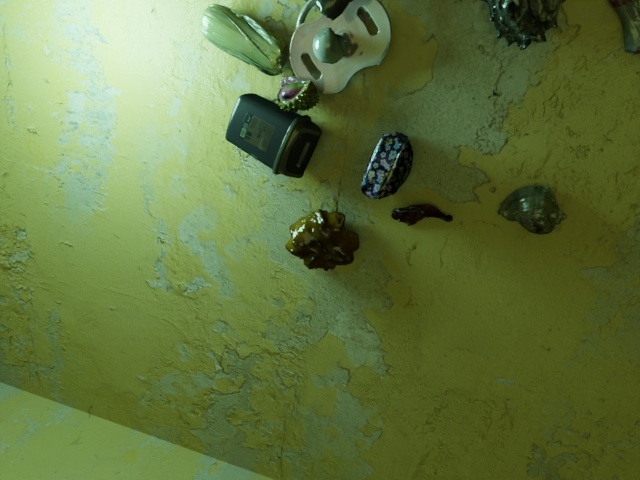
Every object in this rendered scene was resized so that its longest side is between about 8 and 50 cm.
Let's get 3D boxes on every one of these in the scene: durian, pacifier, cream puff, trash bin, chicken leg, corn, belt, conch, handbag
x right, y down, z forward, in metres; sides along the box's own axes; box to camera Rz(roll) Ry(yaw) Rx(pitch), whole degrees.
[{"bbox_3d":[-0.084,-0.446,1.492,0.108,0.187,0.119,-48,132,-11],"label":"durian"},{"bbox_3d":[0.051,-0.588,1.403,0.332,0.273,0.220,-30,139,24],"label":"pacifier"},{"bbox_3d":[0.000,0.000,1.691,0.269,0.155,0.241,-16,112,13],"label":"cream puff"},{"bbox_3d":[-0.154,-0.353,1.571,0.290,0.182,0.209,30,117,7],"label":"trash bin"},{"bbox_3d":[0.348,-0.090,1.617,0.205,0.053,0.093,-1,135,22],"label":"chicken leg"},{"bbox_3d":[-0.239,-0.641,1.499,0.305,0.122,0.123,28,96,1],"label":"corn"},{"bbox_3d":[0.853,-0.601,1.279,0.071,0.053,0.232,-29,102,15],"label":"belt"},{"bbox_3d":[0.564,-0.675,1.263,0.241,0.186,0.312,-10,91,-10],"label":"conch"},{"bbox_3d":[0.686,-0.102,1.514,0.207,0.130,0.155,12,81,33],"label":"conch"},{"bbox_3d":[0.224,-0.232,1.507,0.127,0.208,0.228,28,110,18],"label":"handbag"}]

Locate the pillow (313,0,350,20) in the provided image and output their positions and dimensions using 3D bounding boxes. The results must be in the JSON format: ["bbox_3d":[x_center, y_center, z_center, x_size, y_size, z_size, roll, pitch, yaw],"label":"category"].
[{"bbox_3d":[0.050,-0.771,1.294,0.228,0.101,0.326,-38,54,25],"label":"pillow"}]
